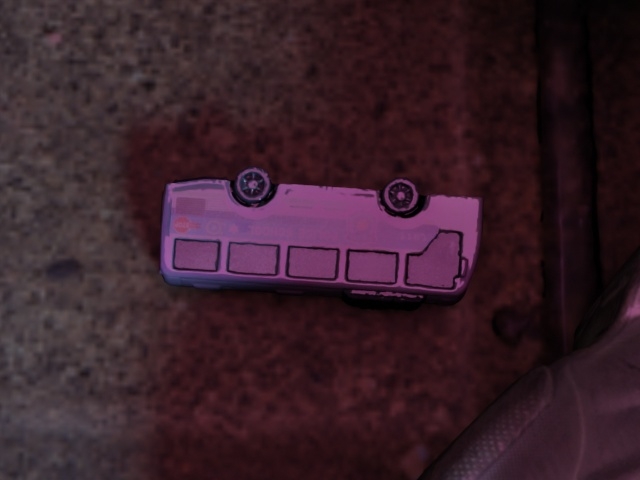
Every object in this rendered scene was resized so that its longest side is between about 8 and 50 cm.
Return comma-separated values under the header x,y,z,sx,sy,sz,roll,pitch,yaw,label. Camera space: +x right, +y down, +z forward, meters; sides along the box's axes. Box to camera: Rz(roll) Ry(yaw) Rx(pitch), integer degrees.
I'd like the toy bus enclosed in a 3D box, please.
x,y,z,sx,sy,sz,roll,pitch,yaw,label
0.000,0.000,0.649,0.131,0.037,0.052,4,78,0,toy bus

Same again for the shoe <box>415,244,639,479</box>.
x,y,z,sx,sy,sz,roll,pitch,yaw,label
0.142,0.127,0.574,0.210,0.132,0.342,43,75,11,shoe
